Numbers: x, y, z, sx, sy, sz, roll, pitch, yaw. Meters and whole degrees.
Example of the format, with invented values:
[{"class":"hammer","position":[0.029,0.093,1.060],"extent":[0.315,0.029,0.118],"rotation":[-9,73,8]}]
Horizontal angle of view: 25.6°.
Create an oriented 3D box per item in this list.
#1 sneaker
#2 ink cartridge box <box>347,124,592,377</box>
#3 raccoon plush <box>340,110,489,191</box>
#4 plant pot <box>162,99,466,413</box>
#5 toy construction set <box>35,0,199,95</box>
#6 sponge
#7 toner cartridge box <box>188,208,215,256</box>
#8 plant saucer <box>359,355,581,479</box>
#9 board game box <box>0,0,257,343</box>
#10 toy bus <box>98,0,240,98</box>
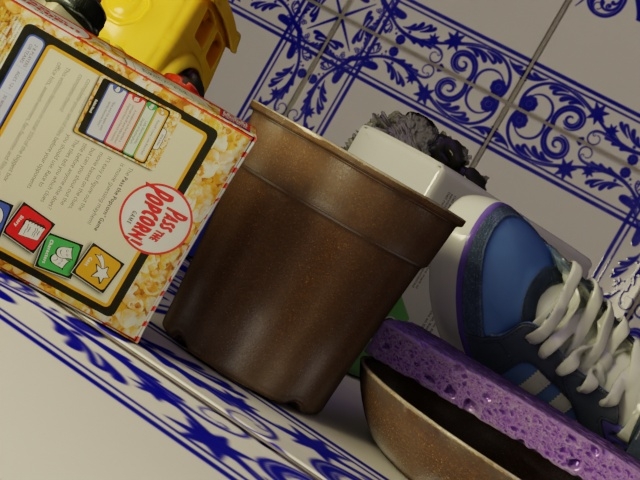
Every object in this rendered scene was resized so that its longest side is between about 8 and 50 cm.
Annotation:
[{"class":"sneaker","position":[0.239,0.102,1.106],"extent":[0.236,0.130,0.322],"rotation":[8,-43,40]},{"class":"ink cartridge box","position":[0.107,0.043,1.344],"extent":[0.278,0.201,0.117],"rotation":[27,4,-46]},{"class":"raccoon plush","position":[0.000,0.000,1.738],"extent":[0.446,0.299,0.216],"rotation":[-10,72,-45]},{"class":"plant pot","position":[-0.014,0.016,0.953],"extent":[0.167,0.165,0.167],"rotation":[30,3,-2]},{"class":"toy construction set","position":[-0.200,-0.093,0.971],"extent":[0.215,0.151,0.328],"rotation":[11,-11,47]},{"class":"sponge","position":[0.138,0.122,1.023],"extent":[0.210,0.031,0.117],"rotation":[31,2,14]},{"class":"toner cartridge box","position":[-0.253,-0.097,1.488],"extent":[0.348,0.075,0.165],"rotation":[31,2,34]},{"class":"plant saucer","position":[0.152,0.178,0.972],"extent":[0.311,0.050,0.310],"rotation":[29,3,-2]},{"class":"board game box","position":[-0.156,-0.049,0.835],"extent":[0.193,0.146,0.045],"rotation":[30,9,-9]},{"class":"toy bus","position":[-0.137,-0.174,1.218],"extent":[0.149,0.211,0.220],"rotation":[28,-13,14]}]
